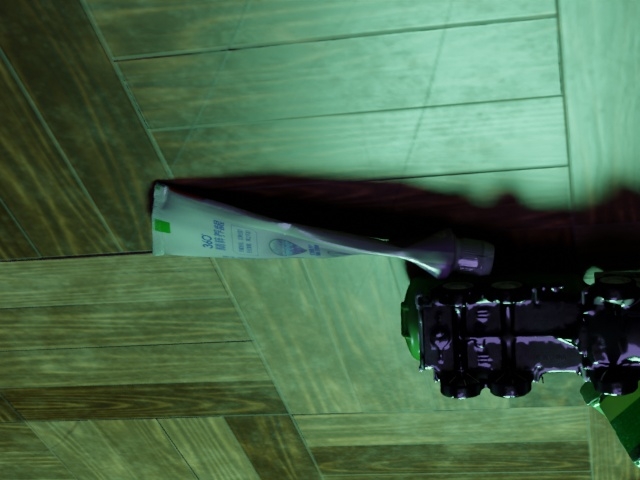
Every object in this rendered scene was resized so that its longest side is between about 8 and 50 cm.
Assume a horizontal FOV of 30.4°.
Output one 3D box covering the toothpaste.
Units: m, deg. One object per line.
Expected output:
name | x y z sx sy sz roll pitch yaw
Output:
toothpaste | 0.000 0.000 1.030 0.301 0.048 0.075 7 156 2

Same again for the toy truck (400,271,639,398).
toy truck | 0.190 0.075 1.049 0.242 0.125 0.101 -1 101 11

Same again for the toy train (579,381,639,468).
toy train | 0.400 0.222 1.157 0.120 0.202 0.301 -43 126 19
